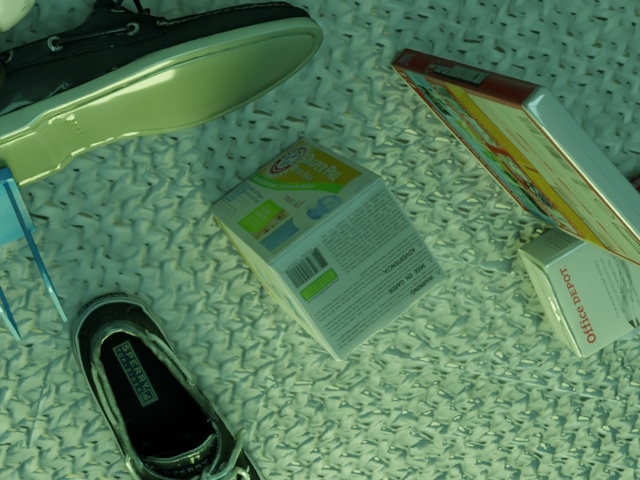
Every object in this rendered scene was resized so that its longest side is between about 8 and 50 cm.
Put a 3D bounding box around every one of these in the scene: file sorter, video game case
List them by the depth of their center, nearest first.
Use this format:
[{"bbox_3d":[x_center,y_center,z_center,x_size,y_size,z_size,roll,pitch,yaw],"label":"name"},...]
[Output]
[{"bbox_3d":[-0.298,0.038,1.061,0.170,0.118,0.104,-22,72,-10],"label":"file sorter"},{"bbox_3d":[0.175,-0.067,1.109,0.025,0.285,0.204,-46,112,-2],"label":"video game case"}]

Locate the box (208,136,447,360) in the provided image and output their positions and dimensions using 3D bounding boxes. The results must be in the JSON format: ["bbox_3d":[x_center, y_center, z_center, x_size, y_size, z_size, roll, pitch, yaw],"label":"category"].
[{"bbox_3d":[0.000,0.000,1.117,0.114,0.203,0.103,-37,112,-7],"label":"box"}]

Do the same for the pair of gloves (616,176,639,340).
[{"bbox_3d":[0.307,0.010,1.311,0.159,0.023,0.198,16,99,-22],"label":"pair of gloves"}]

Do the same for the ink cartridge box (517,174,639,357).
[{"bbox_3d":[0.273,0.022,1.256,0.150,0.063,0.109,-30,112,-7],"label":"ink cartridge box"}]

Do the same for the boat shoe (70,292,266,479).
[{"bbox_3d":[-0.116,0.187,1.180,0.113,0.105,0.306,-25,109,-10],"label":"boat shoe"}]

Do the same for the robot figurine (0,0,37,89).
[{"bbox_3d":[-0.336,-0.195,0.980,0.278,0.173,0.209,-27,127,-9],"label":"robot figurine"}]

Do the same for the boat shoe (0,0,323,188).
[{"bbox_3d":[-0.170,-0.140,1.083,0.340,0.127,0.113,-23,70,-4],"label":"boat shoe"}]
